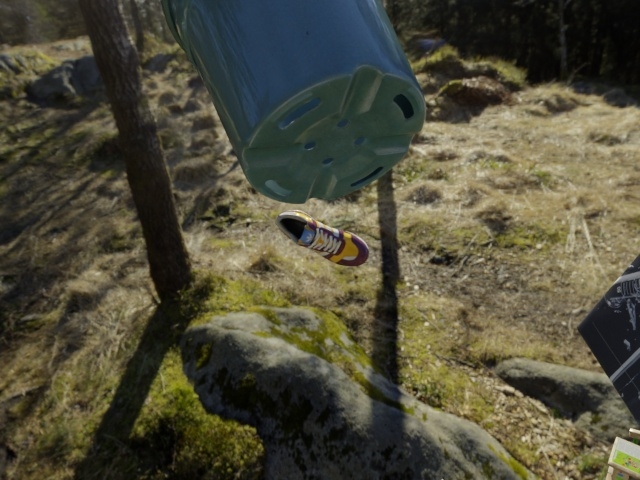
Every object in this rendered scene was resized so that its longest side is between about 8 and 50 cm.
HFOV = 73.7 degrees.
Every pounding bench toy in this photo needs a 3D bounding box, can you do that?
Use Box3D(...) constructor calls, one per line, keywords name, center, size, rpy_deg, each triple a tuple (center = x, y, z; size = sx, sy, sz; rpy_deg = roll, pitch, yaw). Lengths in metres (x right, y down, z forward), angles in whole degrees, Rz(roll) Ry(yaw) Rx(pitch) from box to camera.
Box3D(name="pounding bench toy", center=(0.492, 0.349, 0.675), size=(0.052, 0.065, 0.083), rpy_deg=(14, 44, 41))

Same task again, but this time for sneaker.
Box3D(name="sneaker", center=(0.000, 0.000, 0.799), size=(0.186, 0.069, 0.084), rpy_deg=(24, 12, 14))

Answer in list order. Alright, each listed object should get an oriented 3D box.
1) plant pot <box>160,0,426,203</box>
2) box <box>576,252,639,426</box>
Box3D(name="plant pot", center=(-0.029, -0.258, 0.625), size=(0.341, 0.341, 0.334), rpy_deg=(-16, 64, -12))
Box3D(name="box", center=(0.479, 0.123, 0.396), size=(0.179, 0.312, 0.343), rpy_deg=(4, 39, -8))
